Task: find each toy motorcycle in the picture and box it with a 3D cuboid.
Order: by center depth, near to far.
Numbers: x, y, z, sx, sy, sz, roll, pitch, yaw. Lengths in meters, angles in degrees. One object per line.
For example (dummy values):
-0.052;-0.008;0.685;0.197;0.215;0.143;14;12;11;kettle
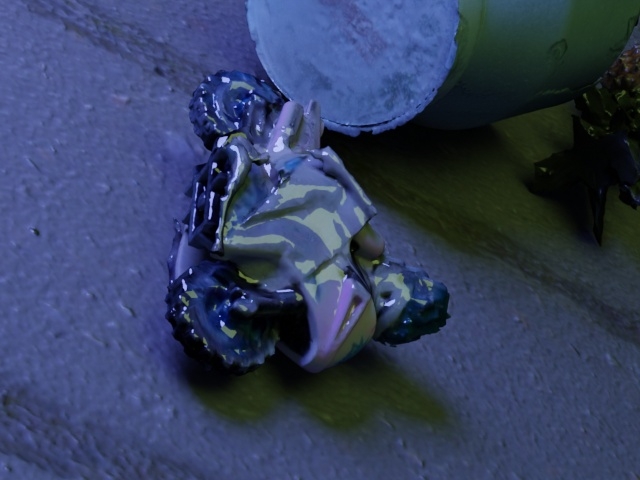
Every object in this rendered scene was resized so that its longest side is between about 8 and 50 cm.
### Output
-0.003;0.003;0.985;0.204;0.108;0.239;20;63;-21;toy motorcycle

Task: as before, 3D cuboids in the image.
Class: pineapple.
0.293;-0.097;1.389;0.277;0.119;0.130;-42;128;-55;pineapple

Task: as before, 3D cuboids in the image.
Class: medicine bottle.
0.101;-0.205;1.201;0.245;0.245;0.290;49;35;13;medicine bottle
